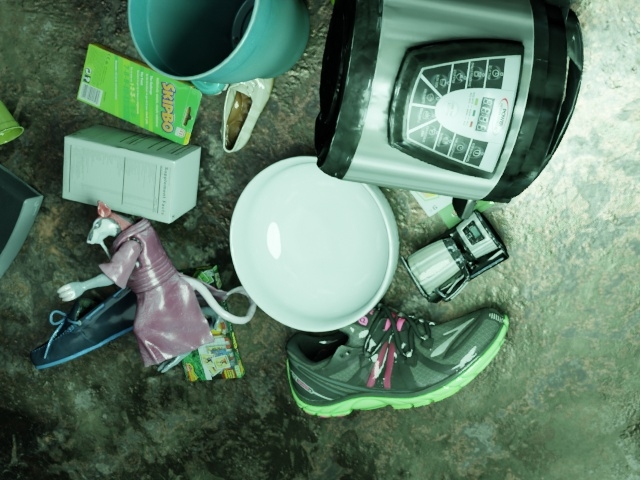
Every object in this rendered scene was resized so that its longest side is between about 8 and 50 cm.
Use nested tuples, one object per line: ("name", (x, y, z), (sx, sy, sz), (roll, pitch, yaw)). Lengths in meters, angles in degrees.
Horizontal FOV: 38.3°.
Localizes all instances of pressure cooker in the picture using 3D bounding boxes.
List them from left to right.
("pressure cooker", (0.219, -0.257, 1.518), (0.420, 0.370, 0.375), (9, 68, -9))

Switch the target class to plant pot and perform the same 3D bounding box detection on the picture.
("plant pot", (-0.694, -0.257, 1.982), (0.083, 0.083, 0.079), (-30, 86, 24))
("plant pot", (-0.154, -0.400, 1.640), (0.271, 0.255, 0.272), (-1, 89, 30))

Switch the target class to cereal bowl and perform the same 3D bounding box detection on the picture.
("cereal bowl", (0.000, 0.000, 1.805), (0.339, 0.141, 0.339), (3, 99, 20))

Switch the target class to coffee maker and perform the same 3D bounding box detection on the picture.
("coffee maker", (0.258, 0.028, 1.761), (0.178, 0.171, 0.120), (-33, 91, 10))

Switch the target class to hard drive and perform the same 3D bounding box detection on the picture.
("hard drive", (-0.746, -0.043, 2.080), (0.172, 0.054, 0.255), (37, 115, 2))

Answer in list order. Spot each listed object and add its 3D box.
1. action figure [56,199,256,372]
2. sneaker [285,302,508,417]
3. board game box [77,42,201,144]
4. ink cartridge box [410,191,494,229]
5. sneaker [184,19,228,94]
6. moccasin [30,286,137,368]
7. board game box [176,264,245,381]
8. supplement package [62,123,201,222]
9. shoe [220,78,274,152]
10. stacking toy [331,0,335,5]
("action figure", (-0.335, 0.073, 1.838), (0.275, 0.248, 0.370), (-20, 112, 16))
("sneaker", (0.136, 0.217, 1.833), (0.483, 0.185, 0.202), (-17, 107, 21))
("board game box", (-0.367, -0.299, 1.885), (0.259, 0.039, 0.124), (25, 115, 10))
("ink cartridge box", (0.226, -0.118, 1.752), (0.109, 0.062, 0.209), (-34, 97, 23))
("sneaker", (-0.267, -0.403, 1.777), (0.107, 0.110, 0.275), (-22, 102, 22))
("moccasin", (-0.507, 0.175, 2.060), (0.342, 0.138, 0.117), (-27, 95, 9))
("board game box", (-0.261, 0.185, 2.028), (0.136, 0.030, 0.260), (-8, 106, 21))
("supplement package", (-0.386, -0.140, 1.892), (0.244, 0.134, 0.139), (14, 112, 12))
("shoe", (-0.148, -0.272, 1.814), (0.076, 0.058, 0.219), (23, 114, 8))
("stacking toy", (0.064, -0.462, 1.650), (0.175, 0.166, 0.302), (-36, 110, 15))
